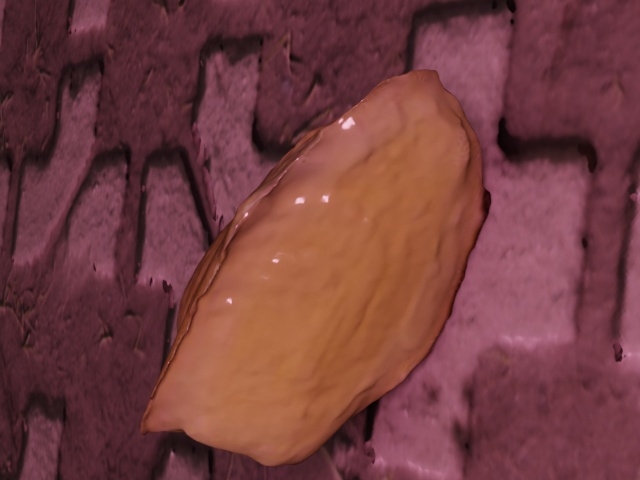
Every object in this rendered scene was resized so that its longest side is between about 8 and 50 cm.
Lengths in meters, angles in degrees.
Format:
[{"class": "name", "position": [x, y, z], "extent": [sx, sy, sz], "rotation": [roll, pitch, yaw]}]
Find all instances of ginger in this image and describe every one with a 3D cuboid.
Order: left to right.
[{"class": "ginger", "position": [0.002, -0.002, 0.724], "extent": [0.193, 0.115, 0.122], "rotation": [-57, 21, 20]}]
